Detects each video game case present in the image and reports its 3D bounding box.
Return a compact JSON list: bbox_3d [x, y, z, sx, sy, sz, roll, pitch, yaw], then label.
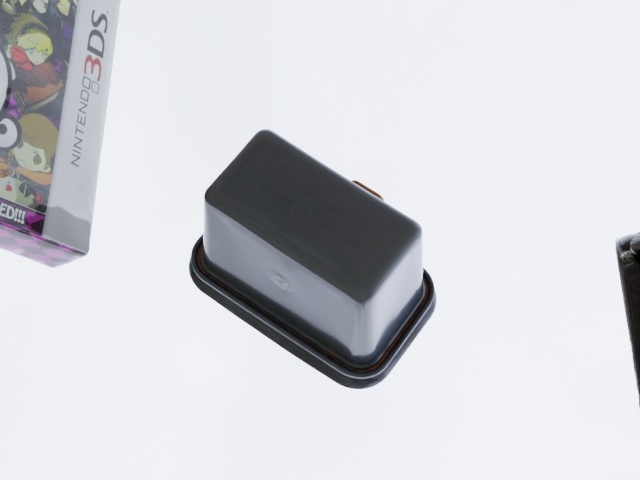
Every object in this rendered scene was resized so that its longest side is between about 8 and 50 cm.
[{"bbox_3d":[-0.213,-0.118,0.660,0.042,0.232,0.210,-18,-121,40],"label":"video game case"}]

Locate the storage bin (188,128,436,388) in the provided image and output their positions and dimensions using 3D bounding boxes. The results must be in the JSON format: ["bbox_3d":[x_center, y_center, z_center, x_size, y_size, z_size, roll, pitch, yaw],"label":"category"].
[{"bbox_3d":[0.000,0.000,0.673,0.135,0.091,0.098,34,-113,14],"label":"storage bin"}]

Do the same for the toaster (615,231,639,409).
[{"bbox_3d":[0.179,0.058,0.313,0.186,0.110,0.168,-18,-138,20],"label":"toaster"}]
